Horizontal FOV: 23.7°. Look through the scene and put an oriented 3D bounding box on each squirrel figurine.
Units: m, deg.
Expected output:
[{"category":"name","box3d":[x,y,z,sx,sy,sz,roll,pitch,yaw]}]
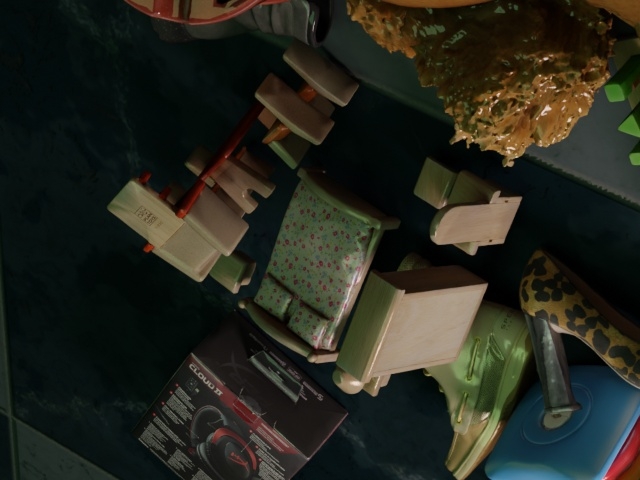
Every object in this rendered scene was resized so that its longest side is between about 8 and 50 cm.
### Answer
[{"category":"squirrel figurine","box3d":[0.198,-0.263,1.379,0.370,0.281,0.397,22,146,12]}]

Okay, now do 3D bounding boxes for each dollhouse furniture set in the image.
[{"category":"dollhouse furniture set","box3d":[-0.115,-0.092,1.742,0.135,0.259,0.262,39,139,-8]},{"category":"dollhouse furniture set","box3d":[0.000,0.000,1.743,0.355,0.174,0.303,34,113,32]}]

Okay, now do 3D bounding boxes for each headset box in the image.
[{"category":"headset box","box3d":[-0.112,0.250,2.136,0.218,0.110,0.293,41,140,3]}]

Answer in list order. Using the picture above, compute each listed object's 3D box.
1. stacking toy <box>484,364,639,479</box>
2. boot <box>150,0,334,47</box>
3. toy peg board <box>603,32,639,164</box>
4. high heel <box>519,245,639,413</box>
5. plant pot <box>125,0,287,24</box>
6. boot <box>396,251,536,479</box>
[{"category":"stacking toy","box3d":[0.351,0.302,1.787,0.175,0.166,0.302,-4,131,50]},{"category":"boot","box3d":[-0.108,-0.366,1.643,0.222,0.118,0.338,2,131,31]},{"category":"toy peg board","box3d":[0.361,-0.119,1.463,0.160,0.079,0.161,-4,120,42]},{"category":"high heel","box3d":[0.347,0.076,1.656,0.261,0.093,0.186,-13,80,19]},{"category":"plant pot","box3d":[-0.094,-0.330,1.447,0.272,0.265,0.272,4,111,9]},{"category":"boot","box3d":[0.147,0.154,1.849,0.203,0.095,0.262,30,132,15]}]
